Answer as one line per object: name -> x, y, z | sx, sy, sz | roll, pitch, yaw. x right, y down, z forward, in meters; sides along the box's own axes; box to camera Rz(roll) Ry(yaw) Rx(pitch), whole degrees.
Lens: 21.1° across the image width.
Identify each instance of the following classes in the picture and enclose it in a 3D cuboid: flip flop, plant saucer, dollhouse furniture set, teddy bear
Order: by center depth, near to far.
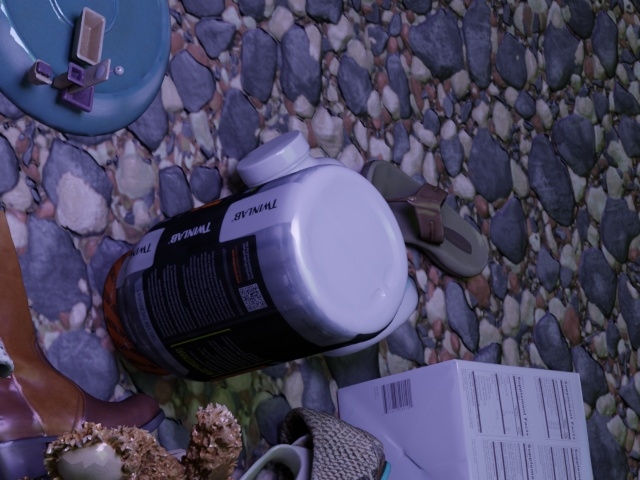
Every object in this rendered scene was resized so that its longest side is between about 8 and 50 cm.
teddy bear -> -0.196, 0.251, 1.741 | 0.338, 0.245, 0.113 | 1, 41, -48
dollhouse furniture set -> -0.255, -0.216, 1.876 | 0.091, 0.081, 0.114 | 26, 58, -41
plant saucer -> -0.281, -0.277, 1.965 | 0.318, 0.044, 0.317 | 19, 64, -44
flip flop -> 0.150, -0.031, 2.333 | 0.277, 0.080, 0.112 | 33, 54, -37

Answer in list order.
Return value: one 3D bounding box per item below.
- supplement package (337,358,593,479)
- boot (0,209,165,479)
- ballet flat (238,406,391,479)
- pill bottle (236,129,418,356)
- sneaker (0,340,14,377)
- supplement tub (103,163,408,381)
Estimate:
supplement package -> 0.188, 0.272, 2.175 | 0.263, 0.199, 0.198 | 10, 69, -46
boot -> -0.304, 0.106, 1.794 | 0.264, 0.096, 0.280 | -15, 81, -43
ballet flat -> -0.060, 0.382, 1.919 | 0.182, 0.164, 0.482 | 32, 46, -11
pill bottle -> 0.000, 0.000, 2.103 | 0.146, 0.146, 0.264 | -45, 110, -46
sneaker -> -0.350, 0.071, 1.588 | 0.158, 0.182, 0.410 | 42, 60, -70
supplement tub -> -0.078, 0.045, 1.866 | 0.194, 0.316, 0.193 | 21, 61, -44
